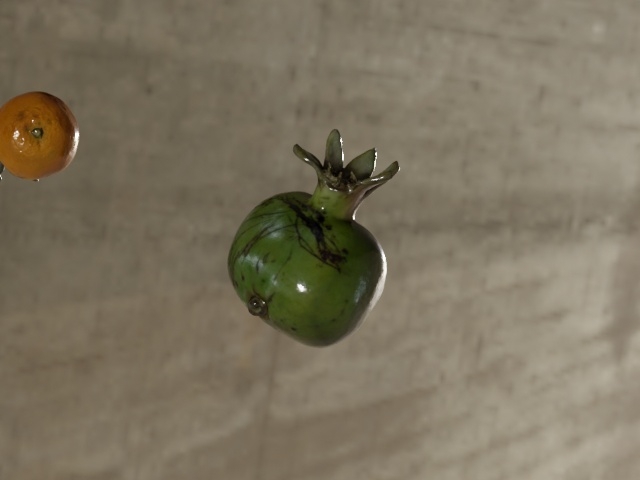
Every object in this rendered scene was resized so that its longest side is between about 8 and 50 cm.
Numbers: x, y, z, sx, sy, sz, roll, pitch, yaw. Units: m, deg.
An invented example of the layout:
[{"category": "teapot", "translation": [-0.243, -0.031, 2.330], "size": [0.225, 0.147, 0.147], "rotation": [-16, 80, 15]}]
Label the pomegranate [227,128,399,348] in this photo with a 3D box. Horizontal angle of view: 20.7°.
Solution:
[{"category": "pomegranate", "translation": [0.000, 0.000, 1.617], "size": [0.152, 0.191, 0.131], "rotation": [36, -162, 21]}]

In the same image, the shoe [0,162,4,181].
[{"category": "shoe", "translation": [-0.510, -0.057, 2.322], "size": [0.114, 0.291, 0.137], "rotation": [11, 177, 31]}]

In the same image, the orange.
[{"category": "orange", "translation": [-0.264, -0.097, 1.617], "size": [0.083, 0.083, 0.083], "rotation": [8, -172, -1]}]
